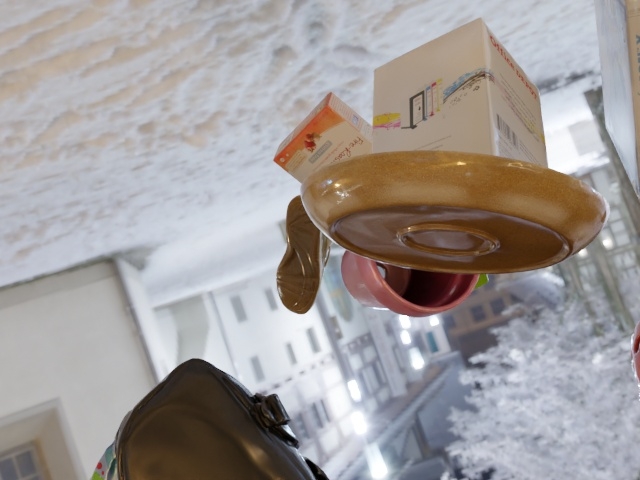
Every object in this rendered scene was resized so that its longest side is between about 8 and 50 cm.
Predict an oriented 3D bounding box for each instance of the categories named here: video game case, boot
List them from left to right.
[{"bbox_3d":[0.000,0.000,1.752,0.095,0.261,0.203,16,-151,21],"label":"boot"},{"bbox_3d":[0.450,-0.250,1.307,0.036,0.299,0.329,-9,-154,12],"label":"video game case"}]

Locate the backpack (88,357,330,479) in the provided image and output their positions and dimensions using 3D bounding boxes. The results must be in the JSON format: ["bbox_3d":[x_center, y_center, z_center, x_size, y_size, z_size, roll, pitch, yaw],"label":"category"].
[{"bbox_3d":[-0.118,0.287,0.927,0.273,0.290,0.355,-39,-179,-7],"label":"backpack"}]

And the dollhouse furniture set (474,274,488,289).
[{"bbox_3d":[0.248,-0.054,1.616,0.198,0.151,0.301,-30,-155,8],"label":"dollhouse furniture set"}]

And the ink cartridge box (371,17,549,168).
[{"bbox_3d":[0.176,-0.118,1.109,0.168,0.232,0.171,-20,140,32],"label":"ink cartridge box"}]

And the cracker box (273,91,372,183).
[{"bbox_3d":[0.053,-0.137,1.611,0.156,0.232,0.067,-43,-162,30],"label":"cracker box"}]

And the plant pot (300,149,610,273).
[{"bbox_3d":[0.099,-0.011,0.683,0.237,0.032,0.236,7,165,2],"label":"plant pot"}]

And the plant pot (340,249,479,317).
[{"bbox_3d":[0.125,0.031,1.404,0.201,0.201,0.180,-18,174,-26],"label":"plant pot"}]

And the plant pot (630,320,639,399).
[{"bbox_3d":[0.621,0.218,1.481,0.191,0.191,0.174,-21,-165,27],"label":"plant pot"}]
